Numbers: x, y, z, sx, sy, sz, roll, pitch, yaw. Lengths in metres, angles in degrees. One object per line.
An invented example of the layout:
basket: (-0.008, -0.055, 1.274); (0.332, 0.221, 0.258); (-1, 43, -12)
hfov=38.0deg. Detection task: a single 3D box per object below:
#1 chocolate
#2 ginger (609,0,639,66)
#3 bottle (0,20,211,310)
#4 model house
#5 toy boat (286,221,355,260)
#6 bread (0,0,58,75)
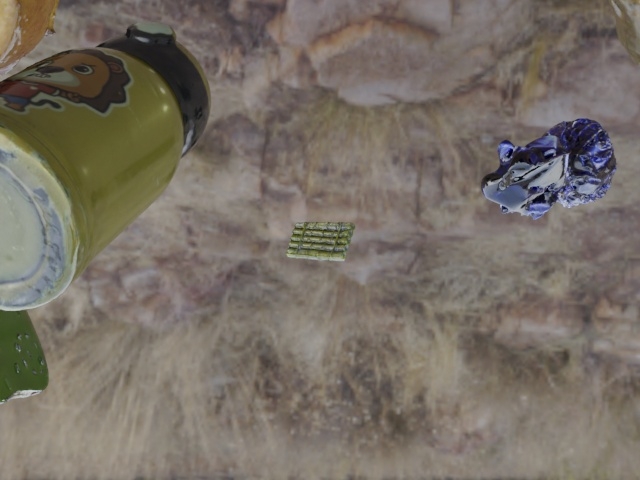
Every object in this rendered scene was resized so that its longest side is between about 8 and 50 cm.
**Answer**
chocolate: (0.297, -0.086, 1.233); (0.148, 0.126, 0.343); (-23, 179, 31)
ginger: (0.332, -0.279, 0.904); (0.123, 0.270, 0.219); (-23, 178, 4)
bottle: (-0.217, -0.095, 0.861); (0.172, 0.351, 0.171); (8, 120, 14)
model house: (-0.490, 0.091, 1.173); (0.154, 0.293, 0.207); (-25, 174, 3)
toy boat: (0.000, 0.000, 1.439); (0.115, 0.063, 0.016); (1, 156, 39)
bread: (-0.487, -0.337, 1.158); (0.312, 0.172, 0.312); (1, 119, 2)
